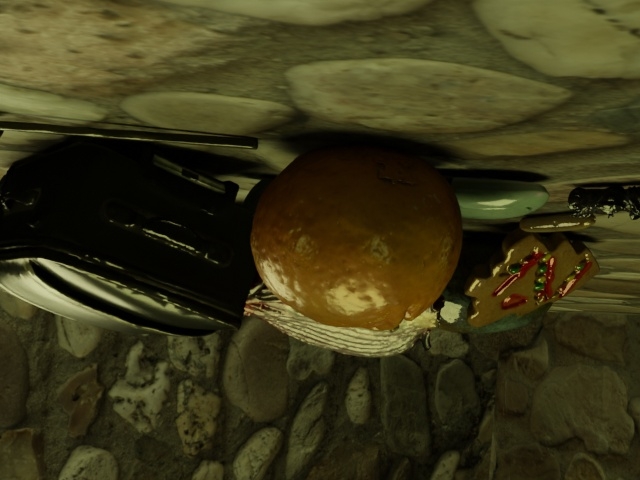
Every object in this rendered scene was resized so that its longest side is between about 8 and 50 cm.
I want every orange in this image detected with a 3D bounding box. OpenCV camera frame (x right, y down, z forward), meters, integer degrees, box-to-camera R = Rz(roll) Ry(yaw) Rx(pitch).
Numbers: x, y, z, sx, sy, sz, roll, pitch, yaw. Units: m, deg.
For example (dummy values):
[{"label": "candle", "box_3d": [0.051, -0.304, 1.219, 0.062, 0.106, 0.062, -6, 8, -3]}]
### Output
[{"label": "orange", "box_3d": [0.038, -0.003, 1.071, 0.219, 0.193, 0.219, -3, 159, -1]}]

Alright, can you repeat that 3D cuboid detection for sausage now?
[{"label": "sausage", "box_3d": [0.310, -0.023, 1.373, 0.024, 0.024, 0.132, 9, 175, -28]}]

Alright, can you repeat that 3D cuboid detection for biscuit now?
[{"label": "biscuit", "box_3d": [0.326, 0.056, 1.583, 0.239, 0.041, 0.212, -4, 137, -23]}]

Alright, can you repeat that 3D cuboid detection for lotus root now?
[{"label": "lotus root", "box_3d": [0.296, 0.076, 1.721, 0.322, 0.158, 0.140, 1, -165, -24]}]

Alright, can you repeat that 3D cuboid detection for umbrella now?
[{"label": "umbrella", "box_3d": [0.329, -0.041, 1.109, 0.144, 0.040, 0.037, -2, 162, 44]}]

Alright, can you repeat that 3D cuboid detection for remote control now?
[{"label": "remote control", "box_3d": [0.134, -0.050, 1.185, 0.256, 0.045, 0.097, 5, 174, 36]}]

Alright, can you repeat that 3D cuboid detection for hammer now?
[{"label": "hammer", "box_3d": [-0.209, -0.108, 1.057, 0.292, 0.029, 0.058, 4, 176, -1]}]

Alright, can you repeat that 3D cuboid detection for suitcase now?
[{"label": "suitcase", "box_3d": [-0.264, 0.005, 1.305, 0.283, 0.194, 0.434, 24, 165, -27]}]

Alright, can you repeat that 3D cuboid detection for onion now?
[{"label": "onion", "box_3d": [0.012, 0.047, 1.578, 0.349, 0.159, 0.267, 7, 141, -6]}]

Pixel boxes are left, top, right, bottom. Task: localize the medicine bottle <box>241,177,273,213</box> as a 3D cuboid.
[{"label": "medicine bottle", "box_3d": [0.000, 0.000, 1.352, 0.217, 0.090, 0.090, 32, 161, -30]}]
